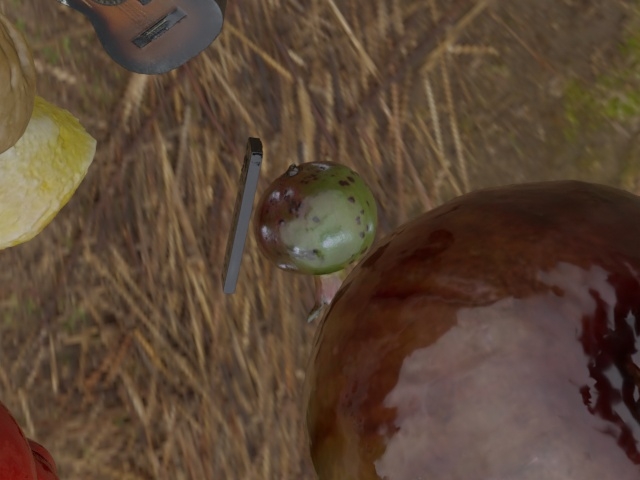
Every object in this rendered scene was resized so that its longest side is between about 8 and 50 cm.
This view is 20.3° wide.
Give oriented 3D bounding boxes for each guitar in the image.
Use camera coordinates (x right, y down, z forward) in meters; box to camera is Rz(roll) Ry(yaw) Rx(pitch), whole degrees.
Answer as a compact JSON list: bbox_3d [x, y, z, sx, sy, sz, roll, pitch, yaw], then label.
[{"bbox_3d":[-0.159,-0.184,1.097,0.088,0.025,0.233,-30,127,35],"label":"guitar"}]

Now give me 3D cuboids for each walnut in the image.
[{"bbox_3d":[-0.323,-0.142,1.573,0.149,0.166,0.166,-13,117,-21],"label":"walnut"}]

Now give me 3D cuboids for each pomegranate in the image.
[{"bbox_3d":[-0.003,-0.003,1.804,0.129,0.129,0.159,-8,123,-9],"label":"pomegranate"}]

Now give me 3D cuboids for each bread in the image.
[{"bbox_3d":[-0.346,-0.091,1.886,0.197,0.197,0.170,-32,143,3],"label":"bread"}]

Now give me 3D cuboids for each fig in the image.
[{"bbox_3d":[0.105,0.088,0.807,0.235,0.235,0.214,-2,142,-11],"label":"fig"}]

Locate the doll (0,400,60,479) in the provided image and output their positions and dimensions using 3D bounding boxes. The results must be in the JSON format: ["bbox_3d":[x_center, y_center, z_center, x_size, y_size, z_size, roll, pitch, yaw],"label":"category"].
[{"bbox_3d":[-0.266,0.147,1.080,0.363,0.182,0.160,24,85,-56],"label":"doll"}]

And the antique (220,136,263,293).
[{"bbox_3d":[-0.086,-0.025,1.927,0.015,0.031,0.192,3,127,-15],"label":"antique"}]
